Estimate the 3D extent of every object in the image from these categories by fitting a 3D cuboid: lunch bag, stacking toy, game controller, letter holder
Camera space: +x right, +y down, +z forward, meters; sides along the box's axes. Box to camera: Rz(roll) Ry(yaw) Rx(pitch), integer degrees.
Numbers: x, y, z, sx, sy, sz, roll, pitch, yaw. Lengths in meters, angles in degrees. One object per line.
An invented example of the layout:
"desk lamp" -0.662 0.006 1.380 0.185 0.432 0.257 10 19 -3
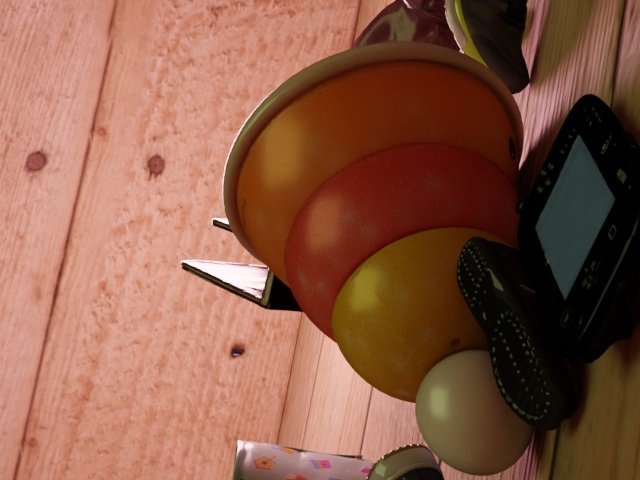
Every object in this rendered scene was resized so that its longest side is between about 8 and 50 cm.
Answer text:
"lunch bag" -0.028 0.397 2.291 0.160 0.223 0.262 100 177 -45
"stacking toy" 0.109 0.057 1.752 0.480 0.351 0.350 -109 27 -42
"game controller" 0.234 -0.019 1.475 0.319 0.067 0.166 -96 19 -68
"letter holder" 0.000 0.000 2.149 0.214 0.302 0.152 20 100 49

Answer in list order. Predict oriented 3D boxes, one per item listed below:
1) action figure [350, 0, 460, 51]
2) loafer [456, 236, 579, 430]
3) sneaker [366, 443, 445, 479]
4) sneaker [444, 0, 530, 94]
"action figure" 0.175 -0.327 2.351 0.276 0.248 0.370 -6 -49 -52
"loafer" 0.198 0.079 1.554 0.080 0.078 0.220 112 150 -43
"sneaker" 0.116 0.341 1.694 0.282 0.099 0.153 78 165 -51
"sneaker" 0.216 -0.320 1.986 0.111 0.121 0.300 16 -118 -56
